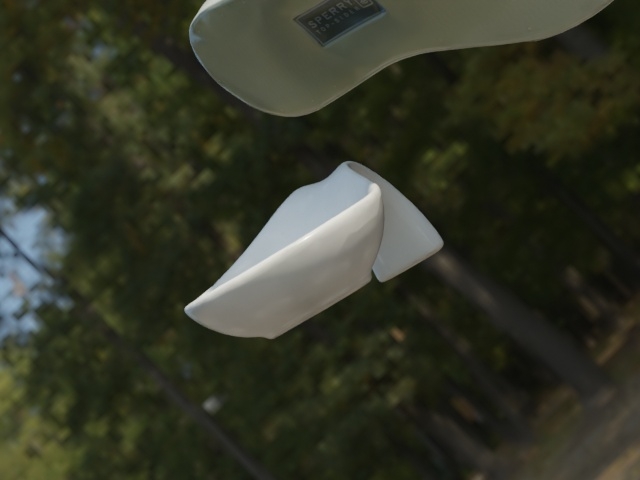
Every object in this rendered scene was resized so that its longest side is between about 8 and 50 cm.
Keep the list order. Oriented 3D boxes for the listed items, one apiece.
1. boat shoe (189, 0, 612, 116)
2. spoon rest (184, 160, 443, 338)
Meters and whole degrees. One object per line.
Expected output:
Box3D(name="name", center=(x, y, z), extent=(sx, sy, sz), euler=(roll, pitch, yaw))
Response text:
Box3D(name="boat shoe", center=(0.039, -0.111, 0.689), extent=(0.227, 0.079, 0.081), euler=(-17, 35, 51))
Box3D(name="spoon rest", center=(0.000, 0.000, 1.235), extent=(0.137, 0.084, 0.276), euler=(-32, -5, 19))
